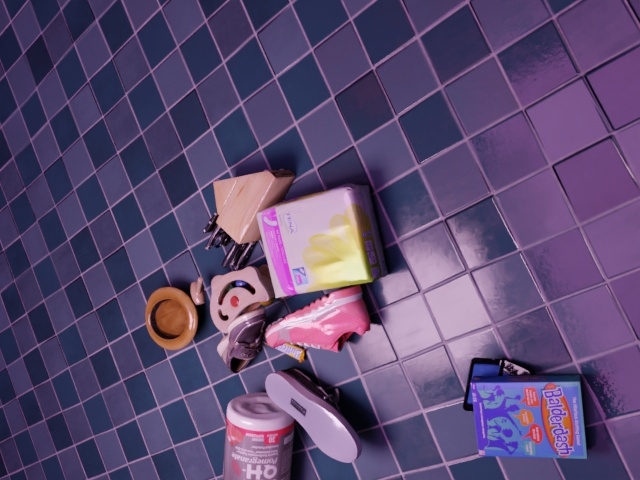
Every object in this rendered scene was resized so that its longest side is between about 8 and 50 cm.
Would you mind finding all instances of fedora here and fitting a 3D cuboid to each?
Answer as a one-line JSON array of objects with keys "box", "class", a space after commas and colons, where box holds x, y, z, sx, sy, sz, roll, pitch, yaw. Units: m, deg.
[{"box": [-0.410, 0.217, 1.938, 0.195, 0.079, 0.194, 3, 96, 29], "class": "fedora"}]

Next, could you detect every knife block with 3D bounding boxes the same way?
[{"box": [-0.180, -0.045, 1.733, 0.276, 0.088, 0.241, -7, 94, 35], "class": "knife block"}]

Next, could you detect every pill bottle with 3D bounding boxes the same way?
[{"box": [-0.162, 0.572, 1.758, 0.177, 0.176, 0.318, 12, 104, 33], "class": "pill bottle"}]

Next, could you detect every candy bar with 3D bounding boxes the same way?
[{"box": [-0.102, 0.271, 1.768, 0.162, 0.018, 0.040, 20, 109, 32], "class": "candy bar"}]

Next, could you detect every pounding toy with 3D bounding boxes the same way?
[{"box": [-0.233, 0.159, 1.757, 0.270, 0.155, 0.154, -17, 83, 36], "class": "pounding toy"}]

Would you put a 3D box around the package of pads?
[{"box": [0.000, 0.000, 1.605, 0.297, 0.101, 0.229, -12, 91, 35], "class": "package of pads"}]

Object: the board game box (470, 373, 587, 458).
[{"box": [0.417, 0.352, 1.365, 0.211, 0.047, 0.160, -6, 96, 21], "class": "board game box"}]

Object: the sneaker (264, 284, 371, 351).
[{"box": [-0.011, 0.218, 1.637, 0.314, 0.116, 0.136, -30, 82, 35], "class": "sneaker"}]

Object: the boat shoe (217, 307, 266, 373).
[{"box": [-0.190, 0.259, 1.736, 0.092, 0.103, 0.285, 62, 146, 18], "class": "boat shoe"}]

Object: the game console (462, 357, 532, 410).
[{"box": [0.366, 0.311, 1.410, 0.107, 0.071, 0.122, 21, 110, 46], "class": "game console"}]

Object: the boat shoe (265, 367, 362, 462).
[{"box": [0.000, 0.417, 1.667, 0.306, 0.105, 0.113, 29, 117, 35], "class": "boat shoe"}]
